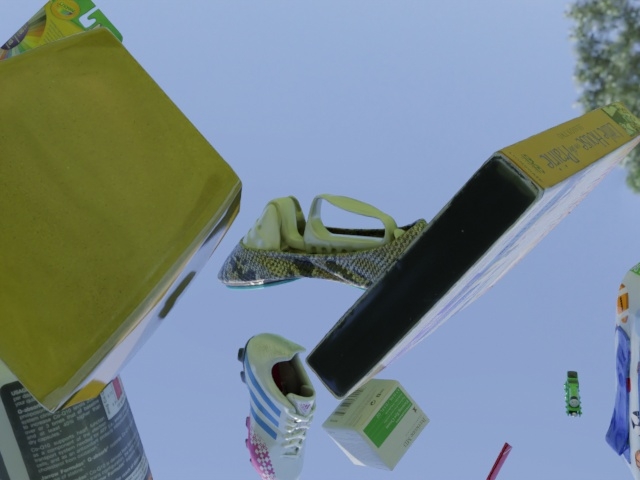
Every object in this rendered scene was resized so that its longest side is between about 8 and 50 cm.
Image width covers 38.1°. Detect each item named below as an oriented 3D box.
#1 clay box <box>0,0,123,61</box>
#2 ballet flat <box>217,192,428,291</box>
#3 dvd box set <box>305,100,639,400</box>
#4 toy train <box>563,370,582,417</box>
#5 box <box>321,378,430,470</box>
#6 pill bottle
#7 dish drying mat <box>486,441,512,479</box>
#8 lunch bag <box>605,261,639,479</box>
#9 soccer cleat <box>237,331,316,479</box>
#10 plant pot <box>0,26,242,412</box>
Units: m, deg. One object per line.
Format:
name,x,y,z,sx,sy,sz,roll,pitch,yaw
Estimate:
clay box,-0.293,-0.147,0.943,0.222,0.053,0.127,-42,-123,1
ballet flat,0.000,0.000,1.664,0.483,0.182,0.164,2,-154,35
dvd box set,0.188,-0.006,1.014,0.062,0.307,0.420,47,-148,12
toy train,0.278,0.168,1.018,0.017,0.023,0.083,3,-163,12
box,0.080,0.265,1.343,0.101,0.087,0.102,-47,-161,-26
pill bottle,-0.270,0.156,0.892,0.162,0.278,0.162,-12,-166,3
dish drying mat,0.348,0.434,1.802,0.008,0.032,0.083,23,-102,38
lunch bag,0.431,0.153,0.994,0.243,0.303,0.115,-11,-155,-3
soccer cleat,-0.066,0.331,1.719,0.143,0.331,0.116,7,-156,40
plant pot,-0.172,-0.025,0.663,0.187,0.212,0.212,-42,-91,-8
